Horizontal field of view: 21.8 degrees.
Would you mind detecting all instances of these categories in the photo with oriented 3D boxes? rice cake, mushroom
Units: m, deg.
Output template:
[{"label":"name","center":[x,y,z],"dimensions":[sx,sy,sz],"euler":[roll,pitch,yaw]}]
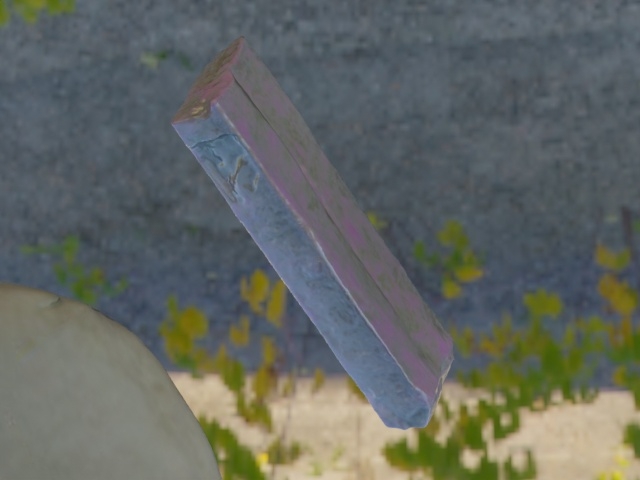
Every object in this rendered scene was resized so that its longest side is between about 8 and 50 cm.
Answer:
[{"label":"rice cake","center":[-0.001,0.000,1.199],"dimensions":[0.050,0.106,0.298],"euler":[-28,106,26]},{"label":"mushroom","center":[-0.161,0.101,0.568],"dimensions":[0.154,0.137,0.407],"euler":[-7,172,-34]}]
